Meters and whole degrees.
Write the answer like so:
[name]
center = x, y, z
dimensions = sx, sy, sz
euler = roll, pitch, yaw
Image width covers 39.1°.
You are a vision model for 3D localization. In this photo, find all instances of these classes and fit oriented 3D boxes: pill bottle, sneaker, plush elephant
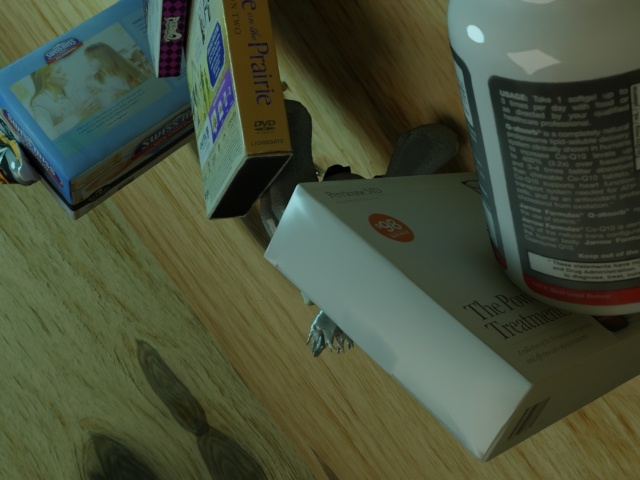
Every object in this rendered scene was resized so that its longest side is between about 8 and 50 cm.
[pill bottle]
center = 0.217, -0.131, 0.717
dimensions = 0.210, 0.210, 0.363
euler = 32, 152, 44
[sneaker]
center = -0.560, -0.132, 1.580
dimensions = 0.215, 0.083, 0.084
euler = 25, 145, 50
[plush elephant]
center = 0.064, -0.008, 1.236
dimensions = 0.272, 0.330, 0.255
euler = 5, 178, 20

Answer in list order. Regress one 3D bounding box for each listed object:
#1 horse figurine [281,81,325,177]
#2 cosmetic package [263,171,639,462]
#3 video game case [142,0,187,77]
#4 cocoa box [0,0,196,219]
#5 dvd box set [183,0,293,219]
[horse figurine]
center = -0.081, -0.175, 1.508
dimensions = 0.174, 0.066, 0.263
euler = 3, 130, 57
[cosmetic package]
center = 0.172, 0.046, 0.912
dimensions = 0.284, 0.377, 0.097
euler = 39, 118, 29
[video game case]
center = -0.224, -0.382, 1.269
dimensions = 0.232, 0.042, 0.210
euler = 113, 147, -61
[cocoa box]
center = -0.370, -0.247, 1.605
dimensions = 0.231, 0.347, 0.228
euler = 51, 160, 3
[dvd box set]
center = -0.128, -0.264, 1.175
dimensions = 0.307, 0.062, 0.420
euler = 139, 123, -70
